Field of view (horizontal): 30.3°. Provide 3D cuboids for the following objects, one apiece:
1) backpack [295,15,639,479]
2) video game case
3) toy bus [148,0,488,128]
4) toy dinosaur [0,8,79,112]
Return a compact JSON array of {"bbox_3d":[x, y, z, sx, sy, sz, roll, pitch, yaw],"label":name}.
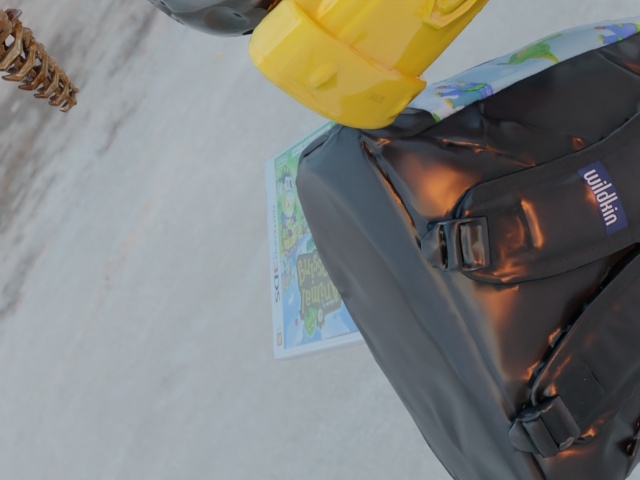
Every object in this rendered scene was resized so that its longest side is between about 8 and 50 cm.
[{"bbox_3d":[0.182,-0.015,0.796,0.355,0.290,0.273,-32,7,-18],"label":"backpack"},{"bbox_3d":[0.000,0.000,1.029,0.212,0.023,0.193,156,112,-64],"label":"video game case"},{"bbox_3d":[0.008,-0.188,0.468,0.211,0.220,0.149,-43,-18,18],"label":"toy bus"},{"bbox_3d":[-0.300,-0.127,0.773,0.218,0.322,0.164,-57,29,17],"label":"toy dinosaur"}]
